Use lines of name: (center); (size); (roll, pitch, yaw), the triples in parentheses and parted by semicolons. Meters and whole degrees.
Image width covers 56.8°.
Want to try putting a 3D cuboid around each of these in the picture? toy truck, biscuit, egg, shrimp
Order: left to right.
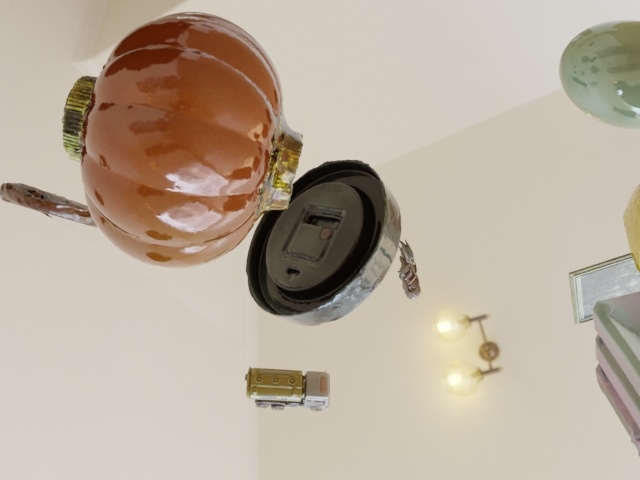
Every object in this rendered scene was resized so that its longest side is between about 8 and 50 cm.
biscuit: (-0.511, -0.068, 1.131); (0.192, 0.192, 0.049); (21, -99, -63)
toy truck: (-0.046, 0.209, 0.843); (0.063, 0.123, 0.052); (100, 173, -58)
shrimp: (0.132, 0.043, 0.901); (0.038, 0.029, 0.092); (-149, 52, -84)
egg: (0.507, -0.273, 0.975); (0.168, 0.231, 0.168); (-166, 90, -84)

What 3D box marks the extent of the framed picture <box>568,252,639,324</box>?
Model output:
framed picture: (0.512, 0.085, 1.038); (0.183, 0.142, 0.011); (57, -163, -47)

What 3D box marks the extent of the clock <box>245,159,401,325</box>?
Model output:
clock: (0.000, 0.000, 1.087); (0.067, 0.325, 0.325); (37, -144, -40)

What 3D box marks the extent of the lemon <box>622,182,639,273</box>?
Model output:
lemon: (0.546, -0.005, 0.804); (0.233, 0.234, 0.288); (2, -115, -68)

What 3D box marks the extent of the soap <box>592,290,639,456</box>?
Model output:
soap: (0.360, 0.176, 0.524); (0.323, 0.109, 0.192); (-95, -14, -54)

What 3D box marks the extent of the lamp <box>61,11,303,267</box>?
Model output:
lamp: (-0.115, -0.084, 0.519); (0.223, 0.197, 0.223); (-166, 90, -83)
